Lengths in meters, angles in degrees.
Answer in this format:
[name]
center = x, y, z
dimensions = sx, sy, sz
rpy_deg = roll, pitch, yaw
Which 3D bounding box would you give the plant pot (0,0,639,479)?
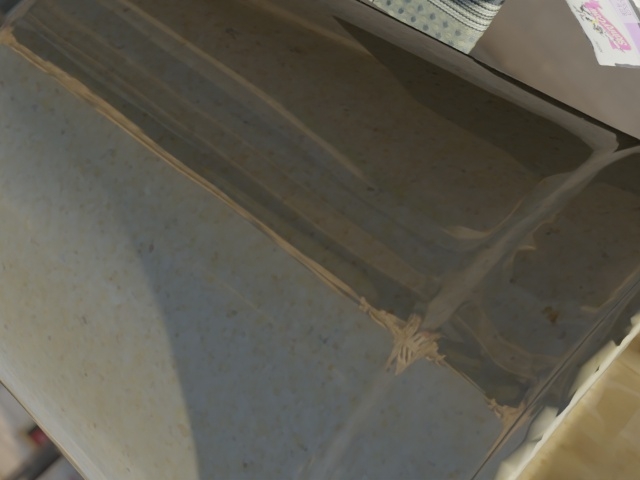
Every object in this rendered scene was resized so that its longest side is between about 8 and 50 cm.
[plant pot]
center = -0.003, 0.027, 0.873
dimensions = 0.305, 0.334, 0.334
rpy_deg = 37, 167, 20

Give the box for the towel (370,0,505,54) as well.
[towel]
center = 0.105, -0.405, 2.181
dimensions = 0.324, 0.056, 0.312
rpy_deg = 36, 126, 8

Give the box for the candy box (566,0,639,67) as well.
[candy box]
center = 0.252, -0.254, 1.502
dimensions = 0.070, 0.196, 0.165
rpy_deg = 12, 150, 42
